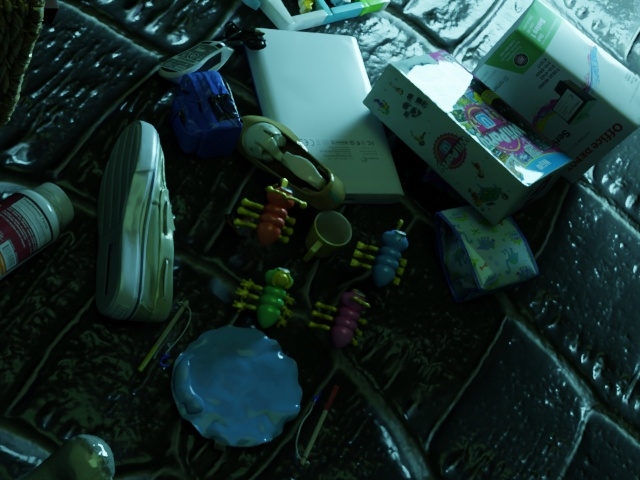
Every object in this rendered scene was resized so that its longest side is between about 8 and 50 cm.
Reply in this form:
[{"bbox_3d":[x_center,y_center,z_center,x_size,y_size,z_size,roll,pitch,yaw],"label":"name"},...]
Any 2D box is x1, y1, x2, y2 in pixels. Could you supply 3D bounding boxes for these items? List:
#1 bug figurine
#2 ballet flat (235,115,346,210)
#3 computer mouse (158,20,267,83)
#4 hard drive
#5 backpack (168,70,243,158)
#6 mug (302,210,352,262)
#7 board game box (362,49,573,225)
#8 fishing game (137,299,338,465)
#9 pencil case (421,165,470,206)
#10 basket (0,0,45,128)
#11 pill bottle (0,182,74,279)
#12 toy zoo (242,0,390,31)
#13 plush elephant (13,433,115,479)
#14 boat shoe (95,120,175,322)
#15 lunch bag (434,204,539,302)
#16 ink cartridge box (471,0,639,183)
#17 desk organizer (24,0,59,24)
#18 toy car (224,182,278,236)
[{"bbox_3d":[0.003,0.041,1.618,0.279,0.072,0.216,19,83,-19],"label":"bug figurine"},{"bbox_3d":[-0.055,-0.133,1.698,0.232,0.073,0.080,36,85,21],"label":"ballet flat"},{"bbox_3d":[-0.178,-0.293,1.785,0.193,0.042,0.106,-36,41,-30],"label":"computer mouse"},{"bbox_3d":[0.002,-0.206,1.841,0.210,0.040,0.319,-1,62,-29],"label":"hard drive"},{"bbox_3d":[-0.181,-0.200,1.702,0.101,0.098,0.120,-9,67,-28],"label":"backpack"},{"bbox_3d":[0.001,-0.003,1.700,0.078,0.064,0.062,-10,67,-32],"label":"mug"},{"bbox_3d":[0.249,-0.180,1.856,0.303,0.097,0.224,44,33,13],"label":"board game box"},{"bbox_3d":[-0.115,0.204,1.527,0.264,0.041,0.189,27,51,-1],"label":"fishing game"},{"bbox_3d":[0.247,-0.089,1.887,0.151,0.064,0.070,32,40,-7],"label":"pencil case"},{"bbox_3d":[-0.507,-0.307,1.463,0.223,0.299,0.213,-1,60,-26],"label":"basket"},{"bbox_3d":[-0.405,-0.013,1.473,0.086,0.086,0.152,46,50,4],"label":"pill bottle"},{"bbox_3d":[-0.033,-0.471,1.993,0.293,0.030,0.192,-21,73,-36],"label":"toy zoo"},{"bbox_3d":[-0.297,0.403,1.169,0.330,0.272,0.255,-22,56,-7],"label":"plush elephant"},{"bbox_3d":[-0.254,-0.023,1.565,0.094,0.109,0.302,20,61,-36],"label":"boat shoe"},{"bbox_3d":[0.262,0.012,1.809,0.129,0.096,0.151,-13,78,-29],"label":"lunch bag"},{"bbox_3d":[0.424,-0.264,2.002,0.278,0.201,0.117,37,51,-4],"label":"ink cartridge box"},{"bbox_3d":[-0.467,-0.360,1.679,0.130,0.047,0.050,-6,67,-31],"label":"desk organizer"},{"bbox_3d":[-0.091,-0.043,1.684,0.122,0.060,0.040,-33,112,-32],"label":"toy car"}]
